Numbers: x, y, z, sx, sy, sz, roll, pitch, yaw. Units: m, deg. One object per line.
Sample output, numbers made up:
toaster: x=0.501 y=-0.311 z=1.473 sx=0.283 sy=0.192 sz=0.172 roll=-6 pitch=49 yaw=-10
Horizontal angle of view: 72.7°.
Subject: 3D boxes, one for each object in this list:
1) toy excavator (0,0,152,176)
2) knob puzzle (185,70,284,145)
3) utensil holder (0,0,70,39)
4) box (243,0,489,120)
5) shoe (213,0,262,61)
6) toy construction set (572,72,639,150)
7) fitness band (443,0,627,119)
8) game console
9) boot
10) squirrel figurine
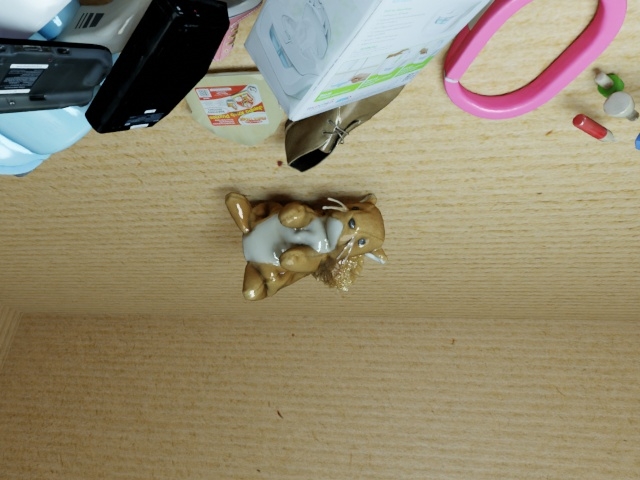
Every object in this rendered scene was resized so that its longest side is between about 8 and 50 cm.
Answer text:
toy excavator: x=-0.354 y=-0.274 z=0.619 sx=0.445 sy=0.433 sz=0.222 roll=21 pitch=166 yaw=35
knob puzzle: x=-0.166 y=-0.262 z=0.870 sx=0.213 sy=0.030 sz=0.213 roll=3 pitch=153 yaw=1
utensil holder: x=-0.413 y=-0.383 z=0.343 sx=0.328 sy=0.327 sz=0.385 roll=-7 pitch=154 yaw=21
box: x=0.078 y=-0.285 z=0.530 sx=0.262 sy=0.126 sz=0.231 roll=-30 pitch=176 yaw=-36
shoe: x=-0.149 y=-0.340 z=0.682 sx=0.178 sy=0.063 sz=0.081 roll=-4 pitch=154 yaw=27
toy construction set: x=0.623 y=-0.207 z=0.704 sx=0.237 sy=0.257 sz=0.309 roll=8 pitch=177 yaw=-37
fitness band: x=0.326 y=-0.303 z=0.696 sx=0.209 sy=0.054 sz=0.291 roll=11 pitch=154 yaw=-14
game console: x=-0.255 y=-0.191 z=0.480 sx=0.213 sy=0.361 sz=0.044 roll=-35 pitch=91 yaw=33
boot: x=0.042 y=-0.224 z=0.827 sx=0.112 sy=0.115 sz=0.305 roll=26 pitch=145 yaw=-34
squirrel figurine: x=0.000 y=0.000 z=1.190 sx=0.370 sy=0.281 sz=0.397 roll=-15 pitch=163 yaw=14
